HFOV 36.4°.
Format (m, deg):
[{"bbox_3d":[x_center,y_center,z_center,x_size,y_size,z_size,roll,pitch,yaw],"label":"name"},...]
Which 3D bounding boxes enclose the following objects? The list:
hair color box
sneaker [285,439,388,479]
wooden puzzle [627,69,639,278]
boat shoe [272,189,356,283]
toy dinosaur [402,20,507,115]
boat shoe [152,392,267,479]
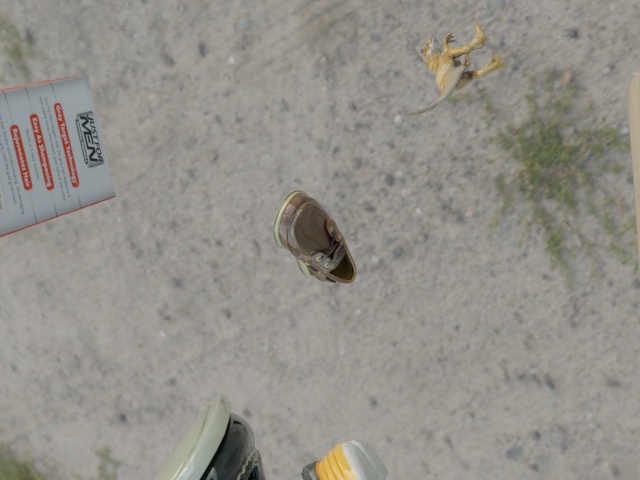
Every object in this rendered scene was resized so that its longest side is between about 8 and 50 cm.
[{"bbox_3d":[-0.171,-0.037,0.488,0.043,0.141,0.071,-3,104,33],"label":"hair color box"},{"bbox_3d":[0.025,0.202,0.435,0.083,0.084,0.214,-24,80,7],"label":"sneaker"},{"bbox_3d":[0.240,-0.078,0.522,0.044,0.220,0.238,18,139,-6],"label":"wooden puzzle"},{"bbox_3d":[0.000,0.000,1.052,0.060,0.064,0.178,26,167,24],"label":"boat shoe"},{"bbox_3d":[0.160,-0.196,1.165,0.112,0.211,0.064,-33,111,20],"label":"toy dinosaur"},{"bbox_3d":[-0.072,0.203,0.672,0.113,0.127,0.340,34,150,2],"label":"boat shoe"}]
